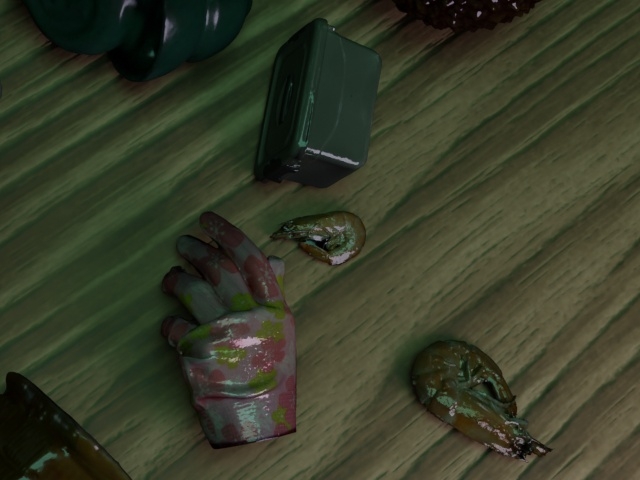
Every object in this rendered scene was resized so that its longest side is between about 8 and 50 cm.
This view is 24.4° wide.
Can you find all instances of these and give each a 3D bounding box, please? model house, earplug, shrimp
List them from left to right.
[{"bbox_3d":[-0.282,0.271,1.376,0.229,0.219,0.199,-40,111,-14],"label":"model house"},{"bbox_3d":[-0.207,-0.290,1.569,0.280,0.164,0.257,1,62,-30],"label":"earplug"},{"bbox_3d":[0.000,0.000,1.610,0.108,0.023,0.059,-11,86,-18],"label":"shrimp"},{"bbox_3d":[0.177,0.177,1.606,0.180,0.041,0.099,37,54,-1],"label":"shrimp"}]

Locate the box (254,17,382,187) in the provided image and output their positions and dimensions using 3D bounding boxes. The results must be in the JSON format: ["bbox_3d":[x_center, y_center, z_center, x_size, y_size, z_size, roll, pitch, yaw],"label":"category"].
[{"bbox_3d":[0.001,-0.140,1.602,0.092,0.124,0.172,17,72,-21],"label":"box"}]

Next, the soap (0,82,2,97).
[{"bbox_3d":[-0.429,-0.125,1.309,0.212,0.435,0.350,-8,73,-23],"label":"soap"}]

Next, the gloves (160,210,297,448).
[{"bbox_3d":[-0.088,0.084,1.512,0.145,0.126,0.241,-10,85,-13],"label":"gloves"}]

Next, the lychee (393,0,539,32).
[{"bbox_3d":[0.186,-0.362,1.658,0.271,0.271,0.271,4,74,-14],"label":"lychee"}]
